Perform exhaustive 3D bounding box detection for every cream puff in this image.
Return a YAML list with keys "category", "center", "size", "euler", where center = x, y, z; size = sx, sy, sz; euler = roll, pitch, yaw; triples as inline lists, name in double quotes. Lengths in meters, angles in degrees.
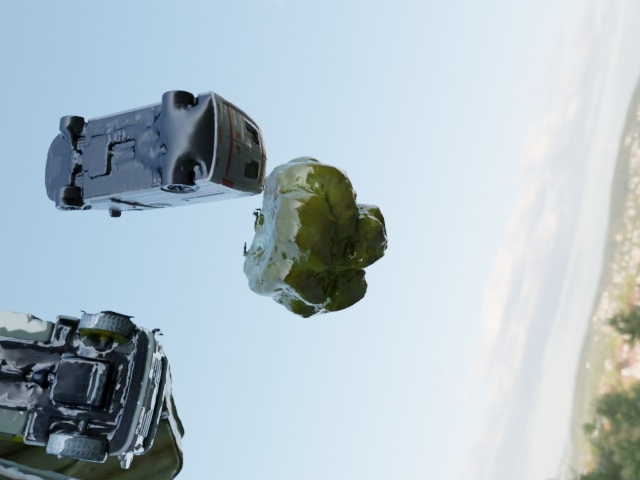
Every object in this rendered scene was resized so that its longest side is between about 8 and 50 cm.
- category: "cream puff"
  center: [0.001, 0.002, 0.949]
  size: [0.194, 0.194, 0.221]
  euler: [-30, -42, -61]

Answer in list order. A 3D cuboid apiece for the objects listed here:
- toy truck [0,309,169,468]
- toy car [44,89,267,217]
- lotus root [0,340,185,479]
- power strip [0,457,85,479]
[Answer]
- category: "toy truck"
  center: [-0.220, 0.095, 0.494]
  size: [0.114, 0.226, 0.098]
  euler: [81, -163, -70]
- category: "toy car"
  center: [-0.155, -0.072, 0.658]
  size: [0.108, 0.209, 0.089]
  euler: [16, -111, -61]
- category: "lotus root"
  center: [-0.258, 0.219, 0.634]
  size: [0.314, 0.142, 0.210]
  euler: [-31, -75, -18]
- category: "power strip"
  center: [-0.193, 0.173, 0.332]
  size: [0.198, 0.213, 0.064]
  euler: [-60, 23, 10]
